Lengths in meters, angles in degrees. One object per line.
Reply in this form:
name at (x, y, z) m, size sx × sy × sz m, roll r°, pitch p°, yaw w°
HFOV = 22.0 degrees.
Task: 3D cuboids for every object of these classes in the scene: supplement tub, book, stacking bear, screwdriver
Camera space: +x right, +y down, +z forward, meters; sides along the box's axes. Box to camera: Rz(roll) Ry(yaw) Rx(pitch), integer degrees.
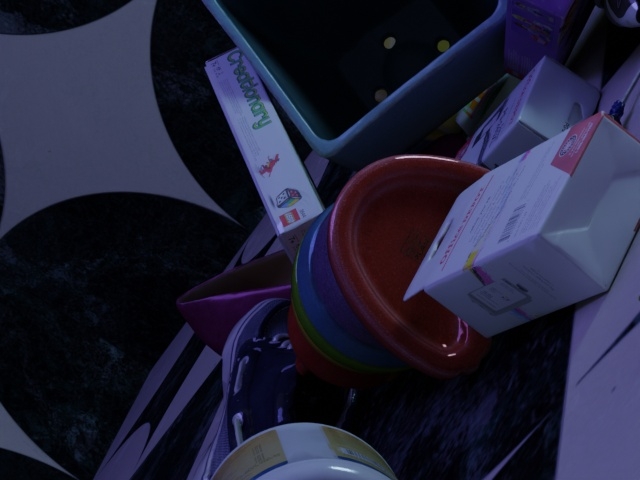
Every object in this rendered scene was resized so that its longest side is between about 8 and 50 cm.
supplement tub at (-0.007, 0.198, 1.069) m, size 0.144 × 0.144 × 0.200 m, roll -56°, pitch 6°, yaw 0°
book at (0.195, -0.161, 1.872) m, size 0.096 × 0.035 × 0.144 m, roll -57°, pitch 9°, yaw 8°
stacking bear at (0.049, 0.048, 1.401) m, size 0.175 × 0.164 × 0.289 m, roll -59°, pitch 2°, yaw -23°
screwdriver at (0.244, -0.120, 1.325) m, size 0.170 × 0.025 × 0.024 m, roll -61°, pitch 8°, yaw -32°

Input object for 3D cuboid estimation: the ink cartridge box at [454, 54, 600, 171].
ink cartridge box at (0.172, -0.077, 1.463) m, size 0.150 × 0.063 × 0.109 m, roll -51°, pitch 8°, yaw 43°

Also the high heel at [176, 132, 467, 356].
high heel at (0.000, 0.000, 1.823) m, size 0.377 × 0.181 × 0.127 m, roll -54°, pitch 6°, yaw 19°

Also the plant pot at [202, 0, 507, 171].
plant pot at (0.068, -0.220, 1.765) m, size 0.247 × 0.248 × 0.252 m, roll -39°, pitch -21°, yaw 7°

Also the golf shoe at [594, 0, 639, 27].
golf shoe at (0.309, -0.261, 1.382) m, size 0.198 × 0.077 × 0.094 m, roll -62°, pitch 15°, yaw 14°

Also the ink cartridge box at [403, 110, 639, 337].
ink cartridge box at (0.148, -0.003, 1.183) m, size 0.115 × 0.067 × 0.198 m, roll -59°, pitch 14°, yaw -26°

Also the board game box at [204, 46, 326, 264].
board game box at (-0.028, -0.044, 1.693) m, size 0.053 × 0.193 × 0.305 m, roll -26°, pitch 42°, yaw 1°

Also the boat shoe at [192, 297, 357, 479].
boat shoe at (-0.020, 0.142, 1.633) m, size 0.158 × 0.127 × 0.340 m, roll -45°, pitch 19°, yaw 31°

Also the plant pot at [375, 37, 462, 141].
plant pot at (0.123, -0.257, 2.016) m, size 0.254 × 0.254 × 0.239 m, roll 167°, pitch 121°, yaw -81°

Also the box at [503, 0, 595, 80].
box at (0.240, -0.265, 1.534) m, size 0.201 × 0.057 × 0.293 m, roll -62°, pitch -8°, yaw -4°

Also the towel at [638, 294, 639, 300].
towel at (0.261, -0.062, 0.931) m, size 0.237 × 0.021 × 0.102 m, roll -58°, pitch 6°, yaw -11°
